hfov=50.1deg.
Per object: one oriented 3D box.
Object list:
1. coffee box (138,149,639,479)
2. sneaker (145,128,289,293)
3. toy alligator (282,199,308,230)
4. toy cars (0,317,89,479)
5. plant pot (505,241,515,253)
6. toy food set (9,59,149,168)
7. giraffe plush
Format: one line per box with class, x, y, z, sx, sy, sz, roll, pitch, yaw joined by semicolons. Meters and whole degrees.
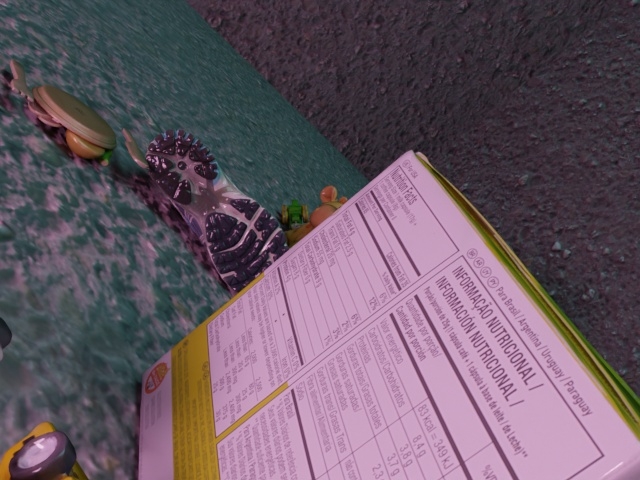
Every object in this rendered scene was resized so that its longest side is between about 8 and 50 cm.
coffee box;0.093;0.202;0.539;0.337;0.334;0.338;43;13;-30
sneaker;-0.143;-0.037;1.006;0.283;0.110;0.122;56;-9;-7
toy alligator;-0.054;-0.038;1.481;0.189;0.056;0.051;-100;-172;-68
toy cars;-0.198;0.102;0.381;0.393;0.087;0.176;52;-23;20
plant pot;0.261;0.049;1.758;0.341;0.341;0.334;39;8;-43
toy food set;-0.322;-0.151;0.888;0.192;0.038;0.132;33;12;-39
giraffe plush;0.000;0.000;1.247;0.181;0.170;0.210;46;12;-14
